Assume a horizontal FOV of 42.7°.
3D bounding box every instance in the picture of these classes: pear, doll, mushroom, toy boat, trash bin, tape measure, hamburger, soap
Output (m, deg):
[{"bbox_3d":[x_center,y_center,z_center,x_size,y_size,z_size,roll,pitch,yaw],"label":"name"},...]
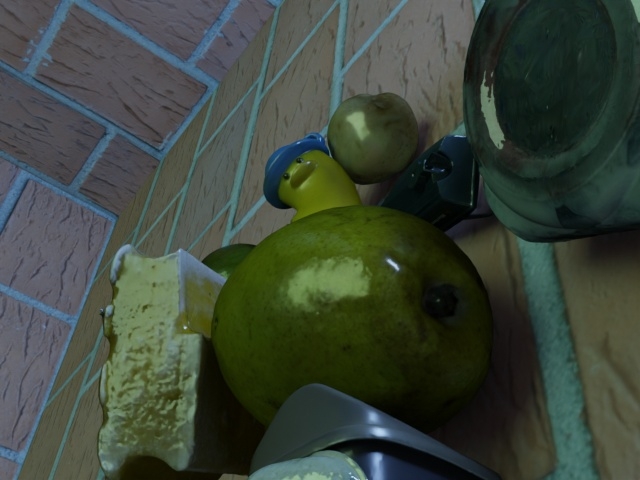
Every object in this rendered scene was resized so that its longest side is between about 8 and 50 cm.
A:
[{"bbox_3d":[0.031,0.083,0.806,0.307,0.253,0.252,-31,35,57],"label":"pear"},{"bbox_3d":[0.000,0.000,1.119,0.200,0.145,0.362,-14,58,17],"label":"doll"},{"bbox_3d":[0.076,-0.151,1.206,0.148,0.112,0.147,-2,87,49],"label":"mushroom"},{"bbox_3d":[0.133,-0.046,0.993,0.246,0.103,0.092,135,144,-67],"label":"toy boat"},{"bbox_3d":[0.047,0.260,0.598,0.182,0.209,0.290,-37,35,30],"label":"trash bin"},{"bbox_3d":[0.240,-0.125,0.686,0.256,0.147,0.274,-11,79,61],"label":"tape measure"},{"bbox_3d":[-0.007,0.176,0.514,0.121,0.054,0.084,-7,52,39],"label":"hamburger"},{"bbox_3d":[-0.146,0.158,0.973,0.143,0.281,0.259,-9,73,16],"label":"soap"}]

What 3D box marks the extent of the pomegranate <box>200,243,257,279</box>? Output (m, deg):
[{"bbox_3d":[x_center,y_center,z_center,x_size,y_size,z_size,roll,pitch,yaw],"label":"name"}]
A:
[{"bbox_3d":[-0.092,0.076,1.214,0.210,0.179,0.179,-42,26,22],"label":"pomegranate"}]
